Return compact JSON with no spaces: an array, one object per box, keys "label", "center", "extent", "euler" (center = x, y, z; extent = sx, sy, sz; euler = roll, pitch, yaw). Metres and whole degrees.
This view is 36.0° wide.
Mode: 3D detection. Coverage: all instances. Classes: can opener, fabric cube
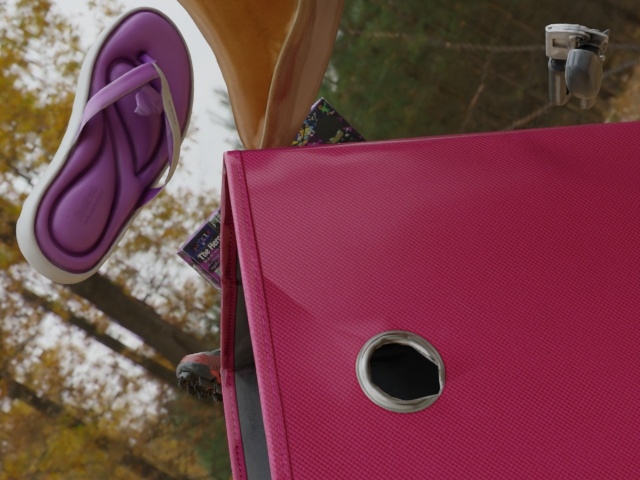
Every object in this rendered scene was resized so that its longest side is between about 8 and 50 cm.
[{"label":"can opener","center":[0.332,-0.211,1.299],"extent":[0.283,0.075,0.095],"euler":[36,-115,-74]},{"label":"fabric cube","center":[0.089,0.113,0.510],"extent":[0.259,0.258,0.254],"euler":[99,163,-58]}]

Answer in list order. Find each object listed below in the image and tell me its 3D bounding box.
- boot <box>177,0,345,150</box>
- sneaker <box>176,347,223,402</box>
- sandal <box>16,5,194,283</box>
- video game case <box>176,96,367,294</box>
[{"label":"boot","center":[-0.091,-0.192,0.588],"extent":[0.104,0.211,0.295],"euler":[-61,-15,-46]},{"label":"sneaker","center":[-0.128,0.203,1.635],"extent":[0.276,0.097,0.135],"euler":[18,-110,-47]},{"label":"sandal","center":[-0.243,-0.129,1.264],"extent":[0.102,0.169,0.416],"euler":[-13,51,45]},{"label":"video game case","center":[0.000,0.000,1.052],"extent":[0.232,0.210,0.042],"euler":[-49,8,-18]}]
